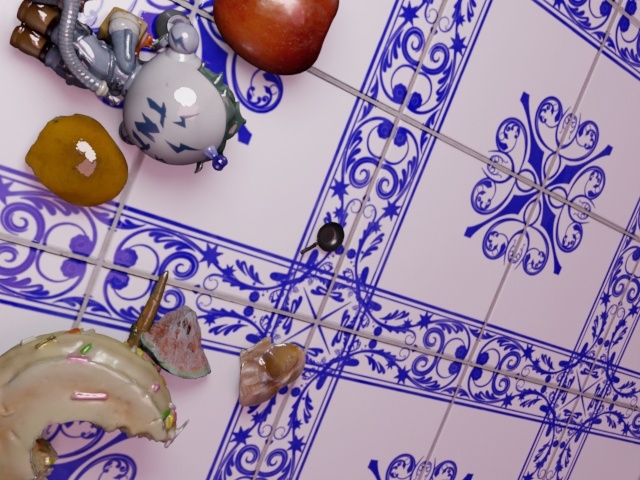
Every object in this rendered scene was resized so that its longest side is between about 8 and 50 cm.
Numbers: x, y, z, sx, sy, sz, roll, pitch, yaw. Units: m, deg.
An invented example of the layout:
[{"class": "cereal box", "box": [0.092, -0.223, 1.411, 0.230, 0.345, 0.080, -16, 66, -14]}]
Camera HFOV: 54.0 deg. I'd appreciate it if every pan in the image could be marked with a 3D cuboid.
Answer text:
[{"class": "pan", "box": [-0.001, 0.000, 1.368, 0.115, 0.023, 0.068, -26, 115, -22]}]

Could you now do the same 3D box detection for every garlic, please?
[{"class": "garlic", "box": [-0.107, 0.286, 1.356, 0.174, 0.099, 0.124, -25, 129, -20]}]

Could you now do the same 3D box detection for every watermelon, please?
[{"class": "watermelon", "box": [-0.287, 0.200, 1.256, 0.187, 0.071, 0.139, 42, 56, -52]}]

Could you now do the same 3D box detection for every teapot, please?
[{"class": "teapot", "box": [-0.263, -0.368, 1.108, 0.088, 0.057, 0.066, -47, 119, -9]}]

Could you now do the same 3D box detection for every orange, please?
[{"class": "orange", "box": [-0.407, -0.134, 1.076, 0.169, 0.112, 0.160, -3, 105, -39]}]

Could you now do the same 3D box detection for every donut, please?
[{"class": "donut", "box": [-0.462, 0.305, 1.115, 0.371, 0.150, 0.307, -30, 112, -4]}]

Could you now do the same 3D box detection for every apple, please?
[{"class": "apple", "box": [-0.074, -0.406, 1.108, 0.201, 0.218, 0.218, 29, 89, -5]}]

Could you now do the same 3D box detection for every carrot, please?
[{"class": "carrot", "box": [-0.348, 0.175, 1.226, 0.049, 0.049, 0.255, 23, 90, -31]}]

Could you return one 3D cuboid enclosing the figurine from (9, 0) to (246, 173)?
[{"class": "figurine", "box": [-0.300, -0.261, 1.042, 0.382, 0.261, 0.186, 34, 56, -14]}]
